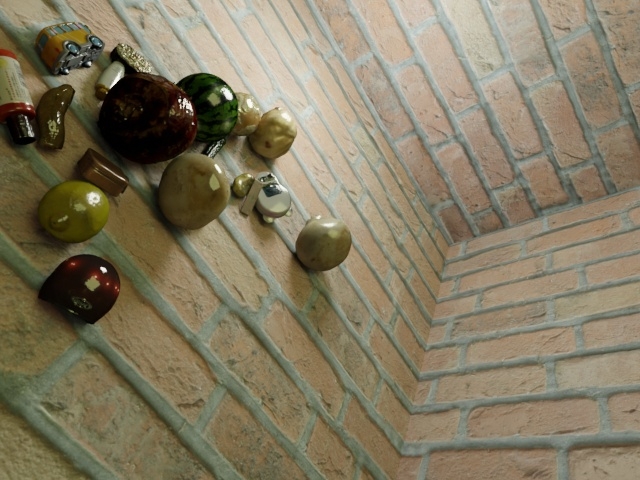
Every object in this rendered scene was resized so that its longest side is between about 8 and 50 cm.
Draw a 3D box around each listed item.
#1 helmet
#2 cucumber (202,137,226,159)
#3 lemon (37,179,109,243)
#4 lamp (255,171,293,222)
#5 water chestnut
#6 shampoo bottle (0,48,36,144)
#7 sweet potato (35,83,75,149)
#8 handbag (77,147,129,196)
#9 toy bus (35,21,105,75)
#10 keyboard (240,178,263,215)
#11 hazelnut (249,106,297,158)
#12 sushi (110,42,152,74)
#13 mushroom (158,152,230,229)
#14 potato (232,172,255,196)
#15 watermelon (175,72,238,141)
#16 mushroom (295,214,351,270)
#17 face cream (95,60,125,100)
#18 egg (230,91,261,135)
[{"bbox_3d":[-0.698,0.140,1.321,0.189,0.193,0.216,40,15,-32],"label":"helmet"},{"bbox_3d":[-0.481,-0.396,1.983,0.058,0.058,0.187,48,42,-27],"label":"cucumber"},{"bbox_3d":[-0.746,-0.091,1.367,0.184,0.184,0.248,54,20,-20],"label":"lemon"},{"bbox_3d":[-0.242,-0.209,2.150,0.179,0.108,0.246,-20,83,-34],"label":"lamp"},{"bbox_3d":[-0.627,-0.433,1.648,0.302,0.350,0.351,97,-16,-73],"label":"water chestnut"},{"bbox_3d":[-0.933,-0.425,1.349,0.104,0.104,0.278,-17,86,-55],"label":"shampoo bottle"},{"bbox_3d":[-0.870,-0.416,1.464,0.112,0.085,0.286,78,2,-56],"label":"sweet potato"},{"bbox_3d":[-0.713,-0.222,1.474,0.072,0.193,0.151,-52,128,-3],"label":"handbag"},{"bbox_3d":[-0.871,-0.677,1.552,0.136,0.126,0.209,49,39,-12],"label":"toy bus"},{"bbox_3d":[-0.316,-0.198,2.061,0.055,0.017,0.166,28,82,-37],"label":"keyboard"},{"bbox_3d":[-0.246,-0.540,2.256,0.240,0.261,0.261,25,45,-3],"label":"hazelnut"},{"bbox_3d":[-0.746,-0.702,1.766,0.150,0.078,0.091,36,46,-39],"label":"sushi"},{"bbox_3d":[-0.459,-0.183,1.731,0.290,0.292,0.293,11,63,-70],"label":"mushroom"},{"bbox_3d":[-0.357,-0.256,2.055,0.138,0.070,0.092,-49,132,-40],"label":"potato"},{"bbox_3d":[-0.484,-0.552,1.862,0.285,0.285,0.286,28,51,-42],"label":"watermelon"},{"bbox_3d":[0.000,0.000,2.282,0.297,0.298,0.290,31,13,-41],"label":"mushroom"},{"bbox_3d":[-0.788,-0.600,1.679,0.072,0.051,0.182,41,44,-39],"label":"face cream"},{"bbox_3d":[-0.378,-0.592,2.098,0.203,0.203,0.245,56,26,-17],"label":"egg"}]
